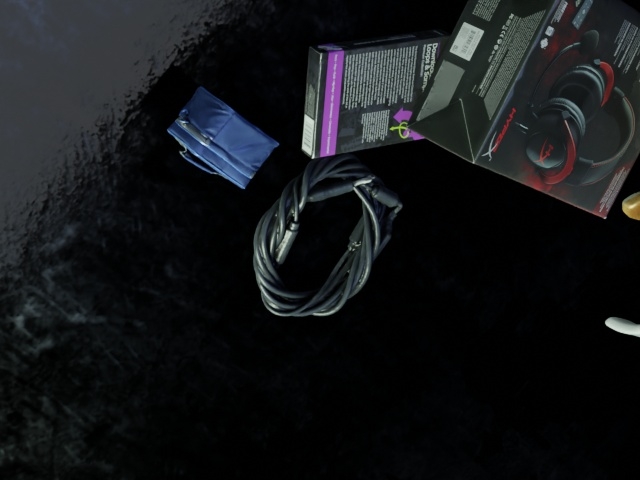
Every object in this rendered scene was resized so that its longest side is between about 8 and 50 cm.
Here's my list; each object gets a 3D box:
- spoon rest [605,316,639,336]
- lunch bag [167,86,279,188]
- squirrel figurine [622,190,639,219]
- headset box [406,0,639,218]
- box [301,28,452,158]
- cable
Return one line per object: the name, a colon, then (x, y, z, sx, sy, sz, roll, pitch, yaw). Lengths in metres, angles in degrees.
spoon rest: (0.467, 0.009, 1.768, 0.137, 0.084, 0.276, 13, 108, -39)
lunch bag: (-0.098, -0.096, 1.329, 0.098, 0.067, 0.065, 34, 93, -41)
squirrel figurine: (0.472, -0.114, 1.518, 0.397, 0.281, 0.370, -17, 146, -52)
headset box: (0.261, -0.162, 1.494, 0.293, 0.110, 0.218, 18, 102, -47)
box: (0.059, -0.153, 1.432, 0.162, 0.029, 0.116, -11, 122, -28)
cable: (0.000, 0.000, 1.465, 0.184, 0.047, 0.150, -51, 132, 1)
